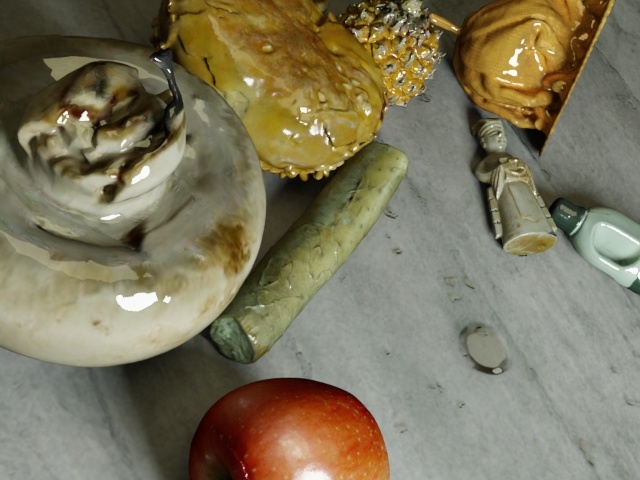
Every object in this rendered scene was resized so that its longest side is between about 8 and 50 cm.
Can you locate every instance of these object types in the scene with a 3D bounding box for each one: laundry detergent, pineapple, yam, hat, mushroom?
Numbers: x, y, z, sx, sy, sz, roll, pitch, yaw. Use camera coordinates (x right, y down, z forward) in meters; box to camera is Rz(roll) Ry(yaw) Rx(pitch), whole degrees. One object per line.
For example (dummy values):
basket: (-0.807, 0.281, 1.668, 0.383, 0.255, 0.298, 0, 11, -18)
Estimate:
laundry detergent: (0.404, 0.013, 1.414, 0.225, 0.070, 0.099, 31, 55, -3)
pineapple: (0.098, -0.283, 1.440, 0.176, 0.137, 0.161, -31, 74, -39)
yam: (0.000, 0.000, 1.228, 0.083, 0.083, 0.371, 35, 49, 2)
hat: (0.258, -0.279, 1.484, 0.233, 0.244, 0.233, 24, 38, 8)
mushroom: (-0.221, -0.063, 1.020, 0.362, 0.295, 0.362, 12, 54, -17)

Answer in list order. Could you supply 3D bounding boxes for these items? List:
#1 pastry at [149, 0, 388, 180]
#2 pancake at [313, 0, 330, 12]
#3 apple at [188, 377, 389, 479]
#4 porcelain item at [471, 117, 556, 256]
pastry: (-0.069, -0.208, 1.289, 0.311, 0.162, 0.255, 43, 38, -5)
pancake: (-0.054, -0.370, 1.503, 0.158, 0.028, 0.158, 12, 50, -15)
apple: (-0.028, 0.210, 0.988, 0.168, 0.181, 0.181, -20, 67, -32)
porcelain item: (0.252, -0.082, 1.421, 0.084, 0.054, 0.213, 0, 56, -19)
